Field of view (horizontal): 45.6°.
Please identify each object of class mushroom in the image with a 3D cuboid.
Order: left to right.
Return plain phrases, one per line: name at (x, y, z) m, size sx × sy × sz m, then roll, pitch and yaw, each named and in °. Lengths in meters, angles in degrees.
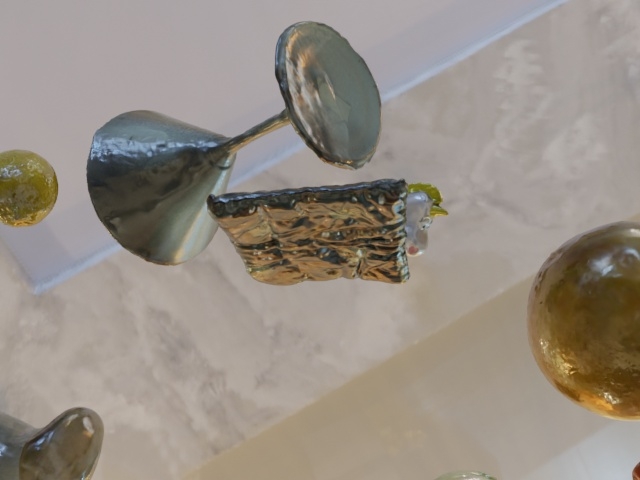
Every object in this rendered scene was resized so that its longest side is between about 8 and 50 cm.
mushroom at (-0.368, 0.219, 0.744) m, size 0.329 × 0.122 × 0.159 m, roll 0°, pitch -109°, yaw 15°

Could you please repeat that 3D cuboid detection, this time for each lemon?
lemon at (-0.333, -0.057, 0.842) m, size 0.082 × 0.110 × 0.082 m, roll -9°, pitch -58°, yaw -15°

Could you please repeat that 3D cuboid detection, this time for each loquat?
loquat at (0.403, 0.106, 0.990) m, size 0.263 × 0.263 × 0.263 m, roll -4°, pitch -72°, yaw -13°

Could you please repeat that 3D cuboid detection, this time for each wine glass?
wine glass at (-0.126, -0.142, 1.110) m, size 0.406 × 0.267 × 0.267 m, roll -22°, pitch -60°, yaw 40°

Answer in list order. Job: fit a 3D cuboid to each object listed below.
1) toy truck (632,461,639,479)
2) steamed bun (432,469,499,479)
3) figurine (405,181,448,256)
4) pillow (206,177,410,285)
toy truck at (0.328, 0.220, 0.483) m, size 0.114 × 0.252 × 0.107 m, roll -38°, pitch -42°, yaw -2°
steamed bun at (0.213, 0.541, 1.331) m, size 0.166 × 0.273 × 0.232 m, roll 29°, pitch -40°, yaw 15°
figurine at (0.139, -0.037, 1.331) m, size 0.109 × 0.178 × 0.129 m, roll 14°, pitch -99°, yaw -52°
pillow at (-0.002, -0.001, 0.790) m, size 0.189 × 0.255 × 0.034 m, roll -2°, pitch -110°, yaw 6°
